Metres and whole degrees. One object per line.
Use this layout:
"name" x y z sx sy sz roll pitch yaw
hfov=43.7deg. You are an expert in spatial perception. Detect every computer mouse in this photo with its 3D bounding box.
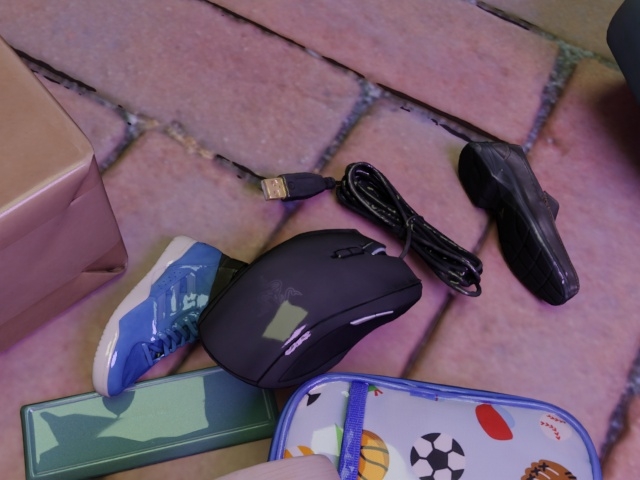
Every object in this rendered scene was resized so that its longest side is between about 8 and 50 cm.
"computer mouse" 0.000 0.000 0.615 0.262 0.060 0.184 -20 52 -39

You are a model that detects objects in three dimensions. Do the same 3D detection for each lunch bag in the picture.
"lunch bag" 0.055 0.243 0.510 0.243 0.115 0.303 9 59 2

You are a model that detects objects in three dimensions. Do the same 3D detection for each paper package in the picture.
"paper package" -0.360 -0.046 0.597 0.309 0.168 0.325 -37 71 -21

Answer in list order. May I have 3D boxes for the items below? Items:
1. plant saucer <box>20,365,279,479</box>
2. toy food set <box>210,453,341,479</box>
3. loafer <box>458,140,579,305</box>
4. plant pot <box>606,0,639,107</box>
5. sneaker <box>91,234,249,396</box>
"plant saucer" -0.128 0.135 0.605 0.192 0.018 0.067 -10 63 -12
"toy food set" -0.086 0.271 0.416 0.306 0.092 0.219 -31 61 22
"loafer" 0.186 -0.023 0.701 0.061 0.062 0.170 -14 65 -19
"plant pot" 0.421 -0.122 0.662 0.293 0.293 0.235 -11 77 -12
"sneaker" -0.105 0.065 0.617 0.085 0.058 0.152 19 48 12
